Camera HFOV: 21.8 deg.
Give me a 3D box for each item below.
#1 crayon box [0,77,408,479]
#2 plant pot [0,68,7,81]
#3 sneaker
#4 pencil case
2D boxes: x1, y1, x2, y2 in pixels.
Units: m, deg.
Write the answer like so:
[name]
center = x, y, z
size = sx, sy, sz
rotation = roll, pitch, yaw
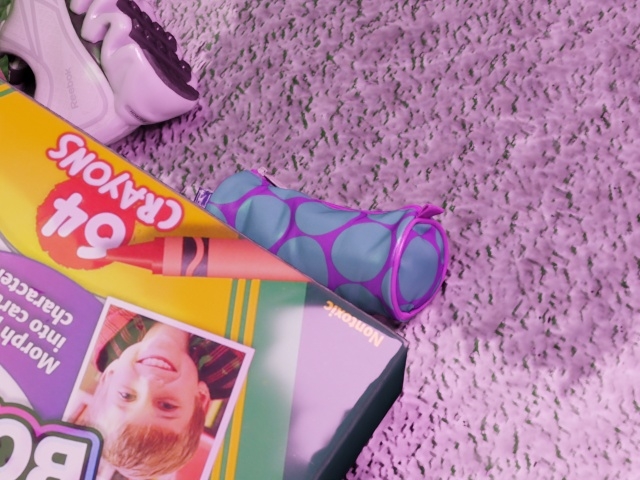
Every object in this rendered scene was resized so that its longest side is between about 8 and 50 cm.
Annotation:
[crayon box]
center = -0.189, 0.094, 0.887
size = 0.363, 0.106, 0.313
rotation = 32, 74, 12
[plant pot]
center = -0.366, -0.065, 1.076
size = 0.263, 0.263, 0.229
rotation = 13, 57, 35
[sneaker]
center = -0.185, -0.172, 1.183
size = 0.118, 0.110, 0.292
rotation = -36, 47, 14
[pencil case]
center = 0.000, 0.000, 0.977
size = 0.152, 0.064, 0.070
rotation = 15, 91, 35
